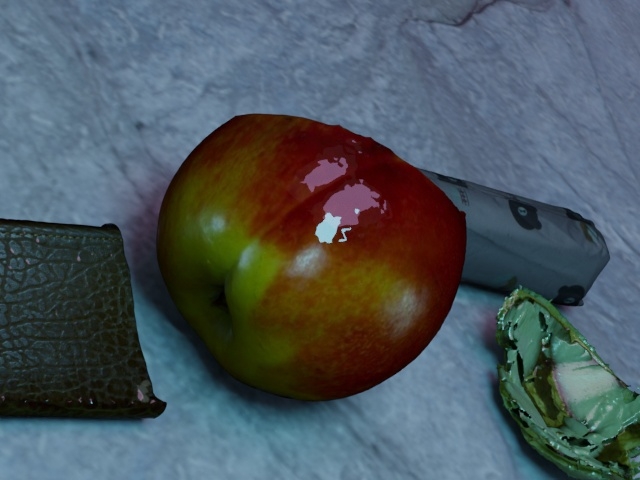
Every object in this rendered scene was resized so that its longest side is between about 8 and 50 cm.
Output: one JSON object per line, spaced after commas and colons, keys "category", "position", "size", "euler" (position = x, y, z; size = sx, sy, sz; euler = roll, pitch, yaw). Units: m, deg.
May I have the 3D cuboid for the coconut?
{"category": "coconut", "position": [0.182, 0.116, 1.254], "size": [0.133, 0.055, 0.158], "euler": [19, 43, -31]}

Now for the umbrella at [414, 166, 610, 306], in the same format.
{"category": "umbrella", "position": [0.072, -0.015, 1.274], "size": [0.337, 0.073, 0.067], "euler": [14, 12, -33]}

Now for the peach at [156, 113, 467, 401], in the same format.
{"category": "peach", "position": [0.000, 0.000, 1.093], "size": [0.190, 0.190, 0.192], "euler": [47, 54, 7]}

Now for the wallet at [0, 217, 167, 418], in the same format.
{"category": "wallet", "position": [-0.206, 0.042, 0.984], "size": [0.243, 0.039, 0.133], "euler": [5, 56, -41]}
